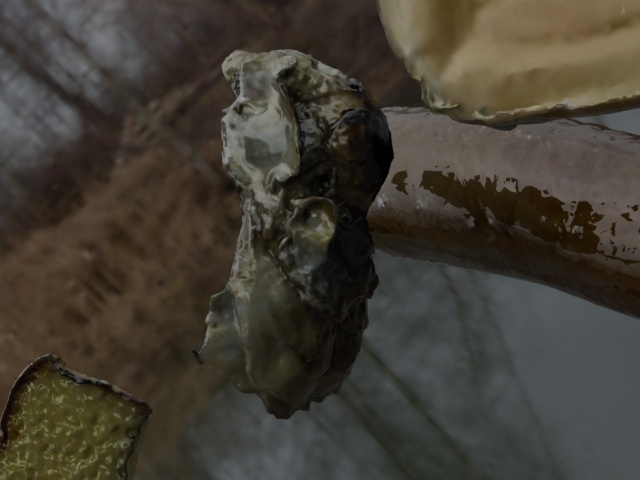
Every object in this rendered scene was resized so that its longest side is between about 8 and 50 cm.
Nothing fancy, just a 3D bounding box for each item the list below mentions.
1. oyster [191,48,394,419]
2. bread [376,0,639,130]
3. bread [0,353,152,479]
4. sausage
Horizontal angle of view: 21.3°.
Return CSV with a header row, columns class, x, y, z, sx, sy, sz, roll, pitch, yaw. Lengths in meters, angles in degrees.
class,x,y,z,sx,sy,sz,roll,pitch,yaw
oyster,-0.005,-0.007,1.068,0.107,0.232,0.161,-3,6,20
bread,0.130,-0.111,0.489,0.241,0.136,0.107,-9,6,37
bread,-0.232,0.220,1.497,0.134,0.129,0.260,-85,14,-80
sausage,0.198,-0.010,1.165,0.501,0.136,0.123,16,37,38
